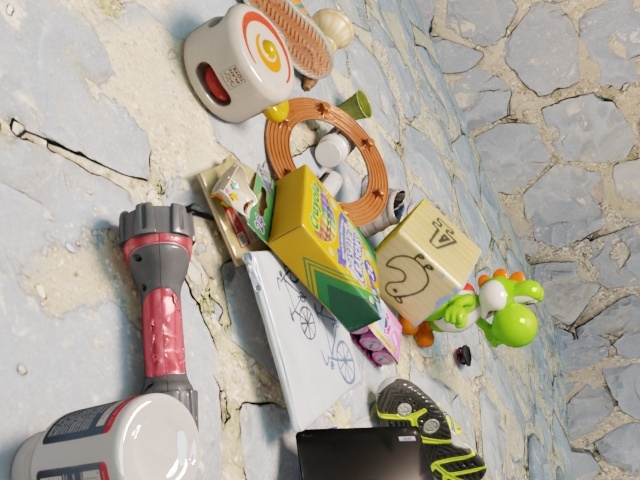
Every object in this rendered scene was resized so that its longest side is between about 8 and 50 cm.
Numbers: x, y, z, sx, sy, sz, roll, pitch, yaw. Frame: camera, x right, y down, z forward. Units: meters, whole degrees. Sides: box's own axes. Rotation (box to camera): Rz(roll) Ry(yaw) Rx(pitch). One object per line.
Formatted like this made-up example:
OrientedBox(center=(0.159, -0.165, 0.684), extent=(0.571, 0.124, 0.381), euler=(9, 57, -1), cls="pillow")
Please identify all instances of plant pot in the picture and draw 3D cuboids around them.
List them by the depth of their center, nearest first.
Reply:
OrientedBox(center=(0.087, -0.358, 1.556), extent=(0.083, 0.079, 0.083), euler=(38, 42, -45), cls="plant pot")

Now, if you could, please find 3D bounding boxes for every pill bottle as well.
OrientedBox(center=(-0.221, 0.221, 0.572), extent=(0.108, 0.180, 0.108), euler=(37, 43, -46), cls="pill bottle")
OrientedBox(center=(0.039, -0.232, 1.400), extent=(0.078, 0.078, 0.137), euler=(62, 30, -16), cls="pill bottle")

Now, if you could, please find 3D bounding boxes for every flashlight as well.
OrientedBox(center=(-0.207, 0.105, 0.748), extent=(0.103, 0.103, 0.304), euler=(21, 55, -56), cls="flashlight")

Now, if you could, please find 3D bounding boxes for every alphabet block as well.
OrientedBox(center=(0.241, 0.052, 1.386), extent=(0.197, 0.192, 0.193), euler=(42, 38, 2), cls="alphabet block")

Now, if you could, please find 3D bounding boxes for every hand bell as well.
OrientedBox(center=(-0.003, -0.475, 1.478), extent=(0.126, 0.126, 0.242), euler=(46, 50, -38), cls="hand bell")

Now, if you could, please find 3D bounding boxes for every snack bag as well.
OrientedBox(center=(-0.024, 0.165, 1.069), extent=(0.342, 0.037, 0.323), euler=(-10, 83, -68), cls="snack bag")

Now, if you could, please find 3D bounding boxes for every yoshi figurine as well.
OrientedBox(center=(0.397, 0.210, 1.467), extent=(0.203, 0.362, 0.203), euler=(66, 28, -11), cls="yoshi figurine")

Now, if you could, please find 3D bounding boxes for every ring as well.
OrientedBox(center=(0.028, -0.186, 1.276), extent=(0.336, 0.032, 0.337), euler=(18, 56, -30), cls="ring")

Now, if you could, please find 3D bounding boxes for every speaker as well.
OrientedBox(center=(0.007, -0.109, 1.295), extent=(0.055, 0.055, 0.136), euler=(61, 31, -18), cls="speaker")

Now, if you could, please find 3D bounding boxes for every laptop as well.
OrientedBox(center=(0.070, 0.464, 0.939), extent=(0.234, 0.136, 0.264), euler=(4, 97, -18), cls="laptop")

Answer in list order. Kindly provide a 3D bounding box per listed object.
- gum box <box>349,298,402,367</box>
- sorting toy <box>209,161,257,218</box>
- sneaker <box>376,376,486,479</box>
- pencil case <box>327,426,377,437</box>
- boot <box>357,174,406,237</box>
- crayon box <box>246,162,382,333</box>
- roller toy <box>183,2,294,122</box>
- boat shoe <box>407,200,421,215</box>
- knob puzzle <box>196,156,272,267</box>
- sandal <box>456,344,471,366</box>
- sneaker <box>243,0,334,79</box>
OrientedBox(center=(0.120, 0.197, 1.303), extent=(0.188, 0.062, 0.107), euler=(51, 35, -32), cls="gum box")
OrientedBox(center=(-0.139, -0.075, 0.951), extent=(0.075, 0.045, 0.083), euler=(43, 38, -21), cls="sorting toy")
OrientedBox(center=(0.237, 0.440, 1.330), extent=(0.385, 0.145, 0.147), euler=(52, 3, -27), cls="sneaker")
OrientedBox(center=(0.070, 0.469, 1.006), extent=(0.124, 0.113, 0.273), euler=(0, 72, -41), cls="pencil case")
OrientedBox(center=(0.175, -0.109, 1.516), extent=(0.095, 0.123, 0.258), euler=(53, 33, -30), cls="boot")
OrientedBox(center=(0.000, 0.000, 1.089), extent=(0.323, 0.083, 0.203), euler=(49, 25, -31), cls="crayon box")
OrientedBox(center=(-0.144, -0.329, 1.067), extent=(0.191, 0.146, 0.209), euler=(14, 62, -57), cls="roller toy")
OrientedBox(center=(0.321, -0.033, 1.766), extent=(0.095, 0.084, 0.258), euler=(50, 35, -34), cls="boat shoe")
OrientedBox(center=(-0.140, -0.057, 1.036), extent=(0.213, 0.030, 0.213), euler=(37, 43, -45), cls="knob puzzle")
OrientedBox(center=(0.460, 0.371, 1.829), extent=(0.179, 0.040, 0.067), euler=(30, 53, -70), cls="sandal")
OrientedBox(center=(-0.068, -0.521, 1.341), extent=(0.302, 0.108, 0.121), euler=(45, 29, -35), cls="sneaker")
